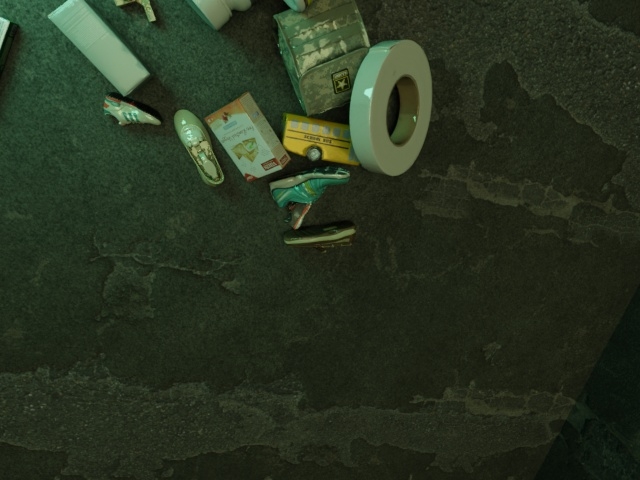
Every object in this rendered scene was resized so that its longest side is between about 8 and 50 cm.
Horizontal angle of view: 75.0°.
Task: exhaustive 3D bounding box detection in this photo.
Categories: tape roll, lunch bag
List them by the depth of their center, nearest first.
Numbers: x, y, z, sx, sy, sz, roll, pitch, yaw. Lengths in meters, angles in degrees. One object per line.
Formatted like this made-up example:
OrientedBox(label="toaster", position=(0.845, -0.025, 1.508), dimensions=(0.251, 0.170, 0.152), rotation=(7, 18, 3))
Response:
OrientedBox(label="lunch bag", position=(0.019, -0.525, 1.201), dimensions=(0.236, 0.169, 0.286), rotation=(-24, 103, -4))
OrientedBox(label="tape roll", position=(0.222, -0.391, 1.252), dimensions=(0.392, 0.072, 0.391), rotation=(-25, 122, -46))

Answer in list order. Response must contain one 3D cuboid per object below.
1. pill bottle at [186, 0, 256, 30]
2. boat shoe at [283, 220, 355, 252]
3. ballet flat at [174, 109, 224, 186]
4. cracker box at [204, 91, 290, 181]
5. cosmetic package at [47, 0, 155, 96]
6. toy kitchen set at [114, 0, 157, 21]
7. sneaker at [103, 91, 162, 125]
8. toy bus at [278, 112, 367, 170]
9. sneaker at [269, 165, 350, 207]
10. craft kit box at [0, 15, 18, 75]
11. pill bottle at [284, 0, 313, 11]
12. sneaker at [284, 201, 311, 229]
OrientedBox(label="pill bottle", position=(-0.201, -0.733, 1.065), dimensions=(0.361, 0.204, 0.204), rotation=(-44, 114, 4))
OrientedBox(label="boat shoe", position=(0.002, 0.003, 1.453), dimensions=(0.258, 0.095, 0.095), rotation=(-8, 118, -11))
OrientedBox(label="ballet flat", position=(-0.363, -0.276, 1.263), dimensions=(0.086, 0.086, 0.248), rotation=(-27, 114, -3))
OrientedBox(label="cracker box", position=(-0.217, -0.303, 1.251), dimensions=(0.156, 0.067, 0.232), rotation=(-13, 122, 38))
OrientedBox(label="cosmetic package", position=(-0.564, -0.506, 1.103), dimensions=(0.107, 0.127, 0.238), rotation=(-37, 112, 1))
OrientedBox(label="toy kitchen set", position=(-0.494, -0.617, 1.110), dimensions=(0.083, 0.068, 0.075), rotation=(-19, 113, -6))
OrientedBox(label="sneaker", position=(-0.544, -0.362, 1.207), dimensions=(0.161, 0.057, 0.075), rotation=(21, 120, -21))
OrientedBox(label="toy bus", position=(0.038, -0.313, 1.336), dimensions=(0.333, 0.108, 0.130), rotation=(6, 107, -16))
OrientedBox(label="sneaker", position=(-0.030, -0.173, 1.338), dimensions=(0.276, 0.107, 0.109), rotation=(-10, 109, 24))
OrientedBox(label="craft kit box", position=(-0.946, -0.500, 1.050), dimensions=(0.247, 0.061, 0.249), rotation=(24, 102, -18))
OrientedBox(label="pill bottle", position=(-0.011, -0.692, 1.044), dimensions=(0.215, 0.117, 0.117), rotation=(-43, 114, 2))
OrientedBox(label="sneaker", position=(-0.075, -0.115, 1.408), dimensions=(0.065, 0.061, 0.157), rotation=(23, 102, -13))
